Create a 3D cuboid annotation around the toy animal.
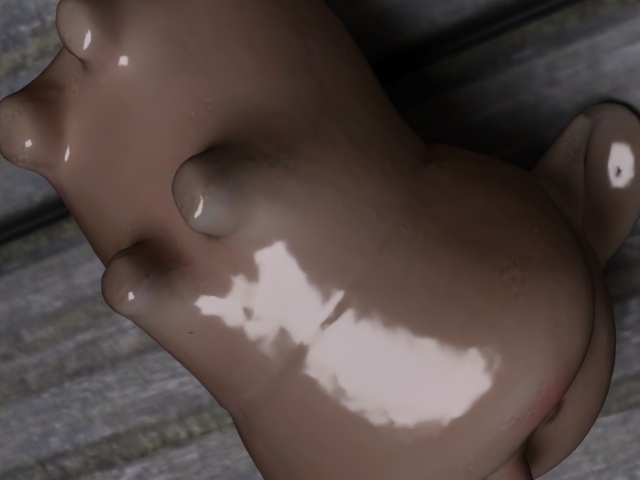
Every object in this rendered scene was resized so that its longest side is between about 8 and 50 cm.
[{"bbox_3d":[0.000,0.000,0.897,0.237,0.269,0.326,-49,59,33],"label":"toy animal"}]
